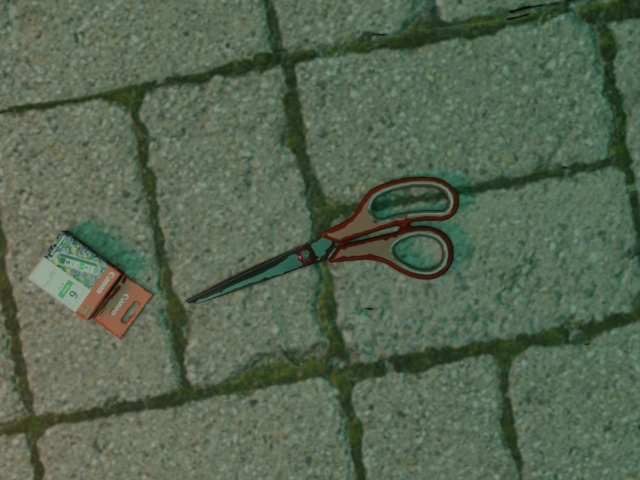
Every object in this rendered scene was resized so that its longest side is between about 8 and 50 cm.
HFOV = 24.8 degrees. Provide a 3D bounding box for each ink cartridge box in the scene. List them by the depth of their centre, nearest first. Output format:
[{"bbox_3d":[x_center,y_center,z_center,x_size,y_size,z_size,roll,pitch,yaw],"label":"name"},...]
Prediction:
[{"bbox_3d":[-0.239,0.047,1.518,0.115,0.029,0.063,36,90,1],"label":"ink cartridge box"}]

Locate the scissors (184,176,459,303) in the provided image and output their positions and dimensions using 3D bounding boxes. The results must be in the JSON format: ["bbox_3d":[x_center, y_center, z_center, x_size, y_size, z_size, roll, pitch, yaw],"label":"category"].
[{"bbox_3d":[0.000,0.000,1.523,0.297,0.021,0.109,-7,93,2],"label":"scissors"}]
